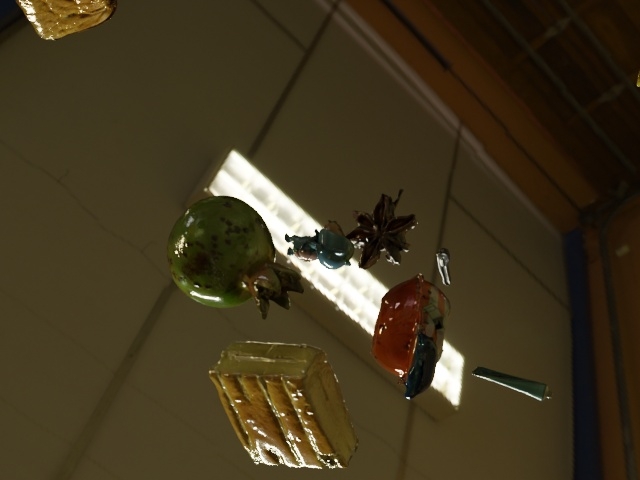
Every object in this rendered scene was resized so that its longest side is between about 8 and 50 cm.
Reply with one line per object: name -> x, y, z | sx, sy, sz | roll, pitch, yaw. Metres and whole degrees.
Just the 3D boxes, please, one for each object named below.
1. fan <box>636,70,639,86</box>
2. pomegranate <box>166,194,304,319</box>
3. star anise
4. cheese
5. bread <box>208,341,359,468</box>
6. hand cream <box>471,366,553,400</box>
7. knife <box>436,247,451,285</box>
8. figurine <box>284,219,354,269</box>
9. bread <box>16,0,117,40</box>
fan -> 0.599, -0.268, 1.196 | 0.155, 0.039, 0.082 | 0, -162, -14
pomegranate -> -0.168, 0.053, 1.414 | 0.286, 0.231, 0.231 | 46, -147, 16
star anise -> 0.176, -0.014, 2.051 | 0.126, 0.220, 0.190 | 44, -157, -58
cheese -> 0.162, 0.174, 1.296 | 0.129, 0.217, 0.329 | 10, -168, 1
bread -> -0.066, 0.325, 1.403 | 0.111, 0.239, 0.246 | -45, -57, -47
hand cream -> 0.543, 0.401, 2.051 | 0.083, 0.224, 0.048 | -10, -68, -64
knife -> 0.299, 0.065, 1.735 | 0.018, 0.031, 0.121 | -81, -21, -44
figurine -> 0.002, -0.001, 1.810 | 0.114, 0.178, 0.144 | 68, -148, -52
bread -> -0.416, -0.424, 1.156 | 0.158, 0.143, 0.149 | -25, -108, -11
